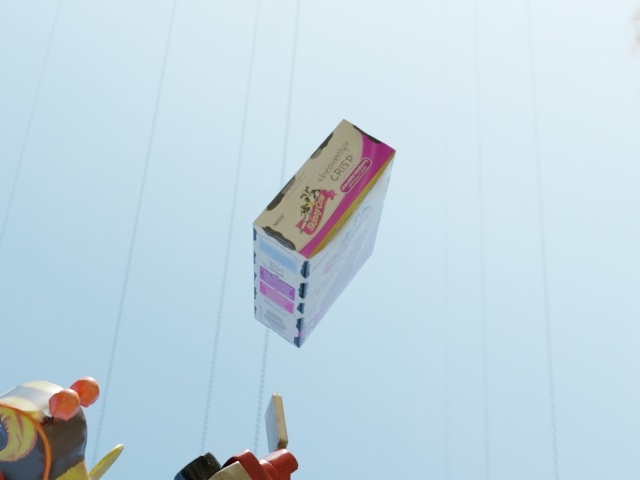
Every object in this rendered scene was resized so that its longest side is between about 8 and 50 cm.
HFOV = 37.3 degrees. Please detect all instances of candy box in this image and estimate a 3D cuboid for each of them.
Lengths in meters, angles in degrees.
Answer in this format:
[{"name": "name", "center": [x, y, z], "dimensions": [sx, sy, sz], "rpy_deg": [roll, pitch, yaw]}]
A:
[{"name": "candy box", "center": [0.000, 0.000, 1.027], "dimensions": [0.071, 0.233, 0.159], "rpy_deg": [33, -114, 14]}]

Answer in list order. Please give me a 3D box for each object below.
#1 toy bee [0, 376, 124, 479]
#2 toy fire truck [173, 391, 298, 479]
[{"name": "toy bee", "center": [-0.219, 0.176, 0.690], "dimensions": [0.298, 0.162, 0.195], "rpy_deg": [54, -155, -21]}, {"name": "toy fire truck", "center": [-0.114, 0.327, 1.249], "dimensions": [0.158, 0.217, 0.246], "rpy_deg": [51, -145, 17]}]
